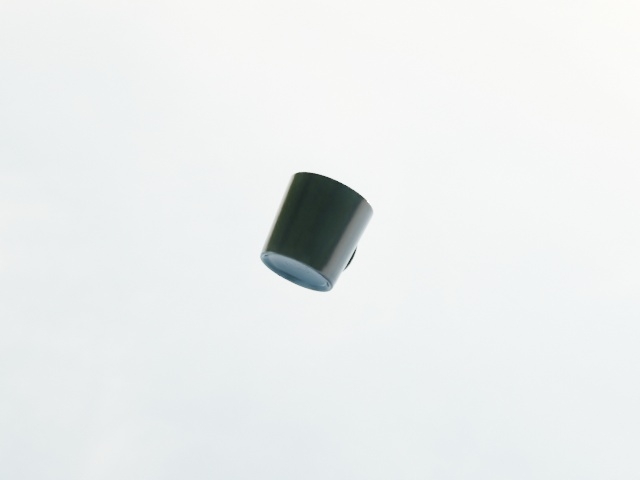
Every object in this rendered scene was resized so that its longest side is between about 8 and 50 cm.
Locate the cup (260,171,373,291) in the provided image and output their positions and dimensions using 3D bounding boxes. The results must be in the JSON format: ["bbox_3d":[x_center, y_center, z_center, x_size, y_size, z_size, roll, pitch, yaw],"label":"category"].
[{"bbox_3d":[0.000,0.000,1.100,0.078,0.100,0.077,12,-112,36],"label":"cup"}]
